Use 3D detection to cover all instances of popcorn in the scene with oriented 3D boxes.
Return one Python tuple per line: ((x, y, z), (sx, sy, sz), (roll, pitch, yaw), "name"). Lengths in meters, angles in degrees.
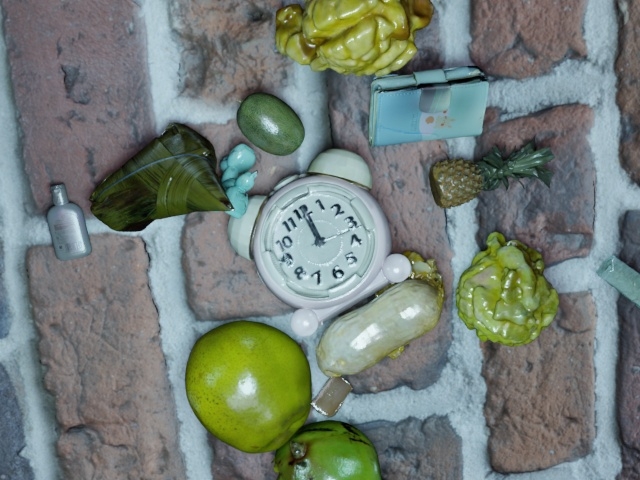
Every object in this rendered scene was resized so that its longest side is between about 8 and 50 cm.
((0.424, 0.120, 1.740), (0.259, 0.212, 0.259), (-3, 108, -8), "popcorn")
((0.062, -0.439, 1.574), (0.332, 0.265, 0.225), (-4, 107, 13), "popcorn")

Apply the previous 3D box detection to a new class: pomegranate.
((0.038, 0.546, 1.764), (0.340, 0.260, 0.260), (32, 97, -40), "pomegranate")

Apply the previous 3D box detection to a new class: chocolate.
((0.123, 0.187, 1.667), (0.309, 0.134, 0.134), (-35, 102, 9), "chocolate")
((0.028, 0.366, 1.829), (0.064, 0.031, 0.101), (32, 92, 7), "chocolate")

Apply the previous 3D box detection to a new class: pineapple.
((0.386, -0.145, 1.731), (0.277, 0.119, 0.130), (-16, 83, -5), "pineapple")

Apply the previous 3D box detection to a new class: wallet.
((0.232, -0.286, 1.678), (0.250, 0.075, 0.176), (-7, 137, -5), "wallet")

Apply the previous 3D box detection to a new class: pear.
((-0.155, 0.307, 1.680), (0.294, 0.294, 0.294), (-1, 101, -6), "pear")

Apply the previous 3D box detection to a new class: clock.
((0.000, 0.000, 1.666), (0.342, 0.184, 0.326), (-31, 86, -2), "clock")

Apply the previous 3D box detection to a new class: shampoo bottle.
((-0.554, -0.041, 1.689), (0.080, 0.040, 0.165), (-11, 101, -3), "shampoo bottle")

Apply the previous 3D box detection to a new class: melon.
((-0.110, -0.253, 1.658), (0.167, 0.114, 0.114), (36, 95, -12), "melon")

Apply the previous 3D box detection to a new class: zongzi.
((-0.320, -0.077, 1.587), (0.286, 0.300, 0.138), (-39, 138, 3), "zongzi")

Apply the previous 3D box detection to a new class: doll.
((-0.188, -0.130, 1.652), (0.059, 0.159, 0.159), (34, 85, -36), "doll")

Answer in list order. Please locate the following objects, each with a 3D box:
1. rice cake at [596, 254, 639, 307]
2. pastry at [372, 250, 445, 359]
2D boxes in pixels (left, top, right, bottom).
((0.745, 0.111, 1.839), (0.206, 0.063, 0.069), (34, 101, -10), "rice cake")
((0.195, 0.143, 1.766), (0.154, 0.102, 0.250), (34, 98, 1), "pastry")
